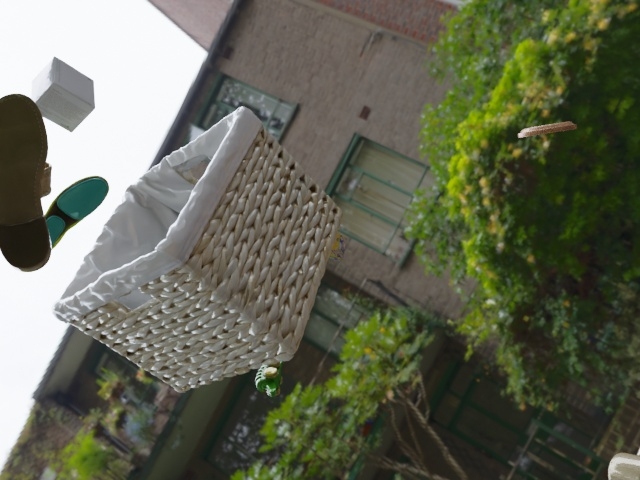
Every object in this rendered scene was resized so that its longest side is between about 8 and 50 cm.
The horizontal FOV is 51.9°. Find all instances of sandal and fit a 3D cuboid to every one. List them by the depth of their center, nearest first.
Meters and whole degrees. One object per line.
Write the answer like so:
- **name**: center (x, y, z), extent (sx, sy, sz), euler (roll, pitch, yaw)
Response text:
- **sandal**: center (-0.400, -0.069, 0.875), extent (0.088, 0.240, 0.079), euler (-8, -13, -18)

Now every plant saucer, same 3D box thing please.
- **plant saucer**: center (0.337, -0.165, 0.978), extent (0.083, 0.084, 0.013), euler (-18, -79, -59)

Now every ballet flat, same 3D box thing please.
- **ballet flat**: center (-0.551, -0.059, 1.412), extent (0.231, 0.077, 0.077), euler (-47, -61, -4)

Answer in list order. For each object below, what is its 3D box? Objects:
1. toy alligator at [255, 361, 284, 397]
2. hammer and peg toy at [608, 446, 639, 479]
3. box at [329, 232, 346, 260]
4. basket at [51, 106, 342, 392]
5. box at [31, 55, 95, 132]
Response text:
- **toy alligator**: center (-0.109, 0.281, 1.428), extent (0.189, 0.051, 0.056), euler (-79, -15, -67)
- **hammer and peg toy**: center (0.616, 0.345, 0.972), extent (0.265, 0.361, 0.127), euler (-65, 20, -12)
- **box**: center (0.000, 0.000, 1.494), extent (0.169, 0.054, 0.059), euler (27, -110, -61)
- **basket**: center (-0.184, 0.024, 1.062), extent (0.266, 0.328, 0.331), euler (43, -136, -26)
- **box**: center (-0.537, -0.304, 1.372), extent (0.087, 0.101, 0.102), euler (-37, -43, 21)
